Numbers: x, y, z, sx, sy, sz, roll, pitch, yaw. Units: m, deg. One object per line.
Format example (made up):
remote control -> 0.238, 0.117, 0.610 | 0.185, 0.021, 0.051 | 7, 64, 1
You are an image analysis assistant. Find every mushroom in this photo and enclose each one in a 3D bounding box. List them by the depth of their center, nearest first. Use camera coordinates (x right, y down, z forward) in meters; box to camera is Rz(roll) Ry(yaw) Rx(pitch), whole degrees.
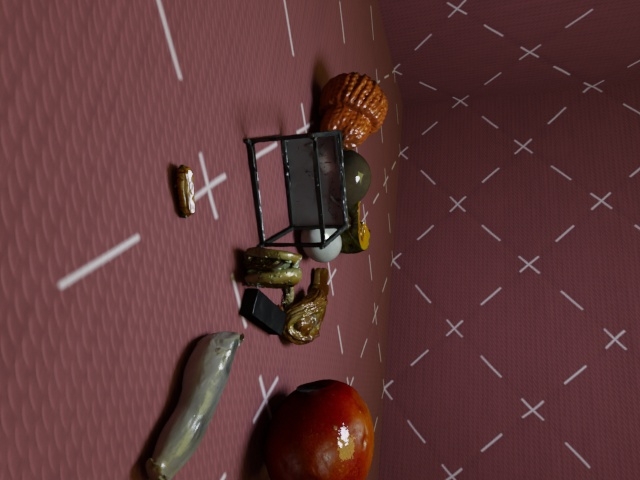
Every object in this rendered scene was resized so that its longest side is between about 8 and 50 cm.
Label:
mushroom -> -0.274, 0.354, 0.921 | 0.109, 0.098, 0.351 | 66, 34, -47

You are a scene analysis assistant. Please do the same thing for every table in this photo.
table -> -0.061, -0.165, 1.299 | 0.272, 0.223, 0.334 | -38, 125, -64

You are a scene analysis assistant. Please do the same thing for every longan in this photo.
longan -> 0.110, -0.268, 1.791 | 0.245, 0.215, 0.246 | -60, -164, 29

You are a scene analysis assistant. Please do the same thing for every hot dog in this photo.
hot dog -> -0.303, -0.108, 0.918 | 0.049, 0.037, 0.121 | -53, 146, -76
hot dog -> -0.044, 0.276, 1.490 | 0.259, 0.114, 0.175 | -38, 144, -66

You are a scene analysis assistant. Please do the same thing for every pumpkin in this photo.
pumpkin -> 0.156, -0.074, 2.002 | 0.190, 0.140, 0.280 | -13, 105, -65

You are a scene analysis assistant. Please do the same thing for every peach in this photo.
peach -> -0.001, 0.616, 1.316 | 0.406, 0.336, 0.309 | -11, 94, -64

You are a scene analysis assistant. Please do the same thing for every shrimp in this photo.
shrimp -> -0.123, 0.181, 1.408 | 0.124, 0.034, 0.178 | -54, 150, -54

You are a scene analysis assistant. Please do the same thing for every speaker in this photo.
speaker -> -0.171, 0.222, 1.262 | 0.218, 0.045, 0.082 | 57, 39, -57

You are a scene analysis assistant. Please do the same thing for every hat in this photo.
hat -> 0.109, -0.470, 1.658 | 0.285, 0.286, 0.399 | 62, 38, -52

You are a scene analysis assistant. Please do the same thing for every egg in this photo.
egg -> 0.000, 0.000, 1.566 | 0.209, 0.151, 0.151 | 53, 42, -57

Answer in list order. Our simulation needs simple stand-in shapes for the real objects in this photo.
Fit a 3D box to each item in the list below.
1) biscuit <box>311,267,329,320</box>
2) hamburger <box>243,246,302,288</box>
biscuit -> -0.006, 0.230, 1.715 | 0.180, 0.039, 0.235 | 20, 73, -71
hamburger -> -0.137, 0.085, 1.178 | 0.185, 0.177, 0.113 | 165, -66, -69
